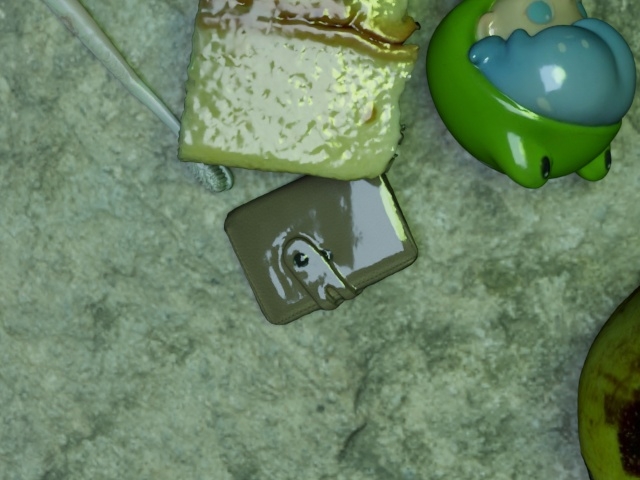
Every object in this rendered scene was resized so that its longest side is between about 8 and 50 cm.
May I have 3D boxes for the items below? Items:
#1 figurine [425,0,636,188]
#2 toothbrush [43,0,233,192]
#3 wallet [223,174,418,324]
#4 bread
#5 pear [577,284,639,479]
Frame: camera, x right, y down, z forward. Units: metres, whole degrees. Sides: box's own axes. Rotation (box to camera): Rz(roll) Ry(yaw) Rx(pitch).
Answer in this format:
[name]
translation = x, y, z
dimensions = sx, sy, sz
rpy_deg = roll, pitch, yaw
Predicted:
[figurine]
translation = 0.149, -0.166, 0.915
dimensions = 0.143, 0.162, 0.263
rpy_deg = -27, 77, 40
[toothbrush]
translation = -0.184, -0.158, 1.053
dimensions = 0.025, 0.029, 0.307
rpy_deg = -43, 87, 23
[wallet]
translation = 0.000, 0.000, 1.031
dimensions = 0.152, 0.039, 0.118
rpy_deg = -26, 90, 14
[bread]
translation = -0.004, -0.163, 0.962
dimensions = 0.178, 0.135, 0.240
rpy_deg = 11, 99, 8
[pear]
translation = 0.322, 0.122, 0.860
dimensions = 0.283, 0.283, 0.284
rpy_deg = 2, 99, 13
